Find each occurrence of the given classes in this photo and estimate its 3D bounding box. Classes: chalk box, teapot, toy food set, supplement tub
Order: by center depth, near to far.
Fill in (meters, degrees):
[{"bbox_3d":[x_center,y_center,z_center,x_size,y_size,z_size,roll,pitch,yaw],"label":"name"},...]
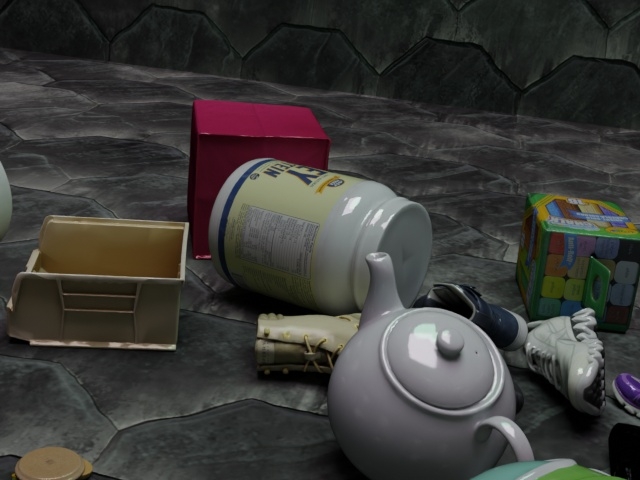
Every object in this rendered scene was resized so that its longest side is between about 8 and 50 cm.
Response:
[{"bbox_3d":[-0.319,0.269,1.183,0.082,0.020,0.083,15,22,26],"label":"toy food set"},{"bbox_3d":[0.137,0.177,1.216,0.256,0.187,0.253,19,48,0],"label":"teapot"},{"bbox_3d":[0.000,0.000,1.690,0.324,0.236,0.235,15,21,31],"label":"supplement tub"},{"bbox_3d":[0.461,0.046,1.789,0.179,0.180,0.289,7,18,2],"label":"chalk box"}]

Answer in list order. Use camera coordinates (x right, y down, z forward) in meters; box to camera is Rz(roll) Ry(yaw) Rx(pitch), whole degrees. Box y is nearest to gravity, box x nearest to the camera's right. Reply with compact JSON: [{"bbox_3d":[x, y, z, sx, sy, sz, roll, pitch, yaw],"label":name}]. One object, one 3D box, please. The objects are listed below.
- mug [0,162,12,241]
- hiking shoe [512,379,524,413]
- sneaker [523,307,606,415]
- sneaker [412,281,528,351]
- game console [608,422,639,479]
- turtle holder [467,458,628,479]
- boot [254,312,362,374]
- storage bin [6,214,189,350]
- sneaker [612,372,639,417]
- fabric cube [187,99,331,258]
[{"bbox_3d":[-0.730,-0.016,1.572,0.374,0.276,0.328,-19,16,27],"label":"mug"},{"bbox_3d":[0.213,0.186,1.465,0.226,0.086,0.114,22,28,40],"label":"hiking shoe"},{"bbox_3d":[0.367,0.184,1.511,0.118,0.110,0.292,-1,12,10],"label":"sneaker"},{"bbox_3d":[0.192,0.108,1.577,0.163,0.086,0.226,19,-7,-38],"label":"sneaker"},{"bbox_3d":[0.546,0.320,1.247,0.361,0.044,0.213,9,20,8],"label":"game console"},{"bbox_3d":[0.169,0.336,0.884,0.320,0.243,0.227,-48,26,-18],"label":"turtle holder"},{"bbox_3d":[0.007,0.168,1.443,0.203,0.095,0.262,3,18,-10],"label":"boot"},{"bbox_3d":[-0.347,0.062,1.606,0.260,0.123,0.262,3,20,-7],"label":"storage bin"},{"bbox_3d":[0.502,0.228,1.449,0.068,0.071,0.170,-10,24,-37],"label":"sneaker"},{"bbox_3d":[-0.129,-0.122,1.987,0.259,0.254,0.258,2,19,-11],"label":"fabric cube"}]
